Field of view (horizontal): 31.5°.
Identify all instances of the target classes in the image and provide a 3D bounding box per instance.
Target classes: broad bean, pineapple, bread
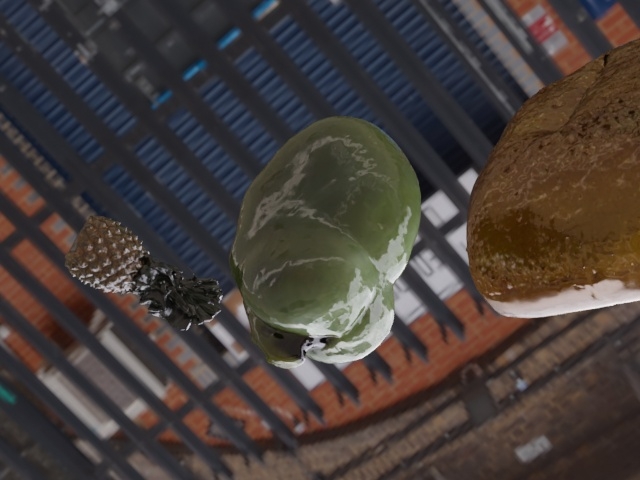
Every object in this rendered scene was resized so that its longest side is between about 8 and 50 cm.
[{"bbox_3d":[0.000,0.000,0.913,0.169,0.100,0.228,-2,-127,36],"label":"broad bean"},{"bbox_3d":[-0.172,0.035,1.129,0.074,0.159,0.074,-58,-169,17],"label":"pineapple"},{"bbox_3d":[0.292,-0.078,1.011,0.337,0.148,0.328,-15,-160,37],"label":"bread"}]
